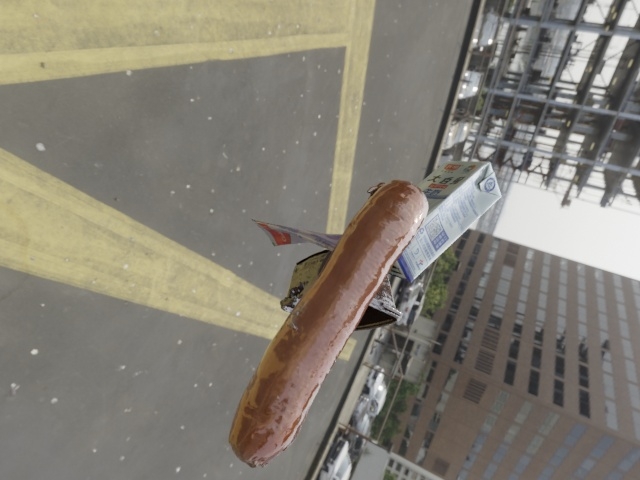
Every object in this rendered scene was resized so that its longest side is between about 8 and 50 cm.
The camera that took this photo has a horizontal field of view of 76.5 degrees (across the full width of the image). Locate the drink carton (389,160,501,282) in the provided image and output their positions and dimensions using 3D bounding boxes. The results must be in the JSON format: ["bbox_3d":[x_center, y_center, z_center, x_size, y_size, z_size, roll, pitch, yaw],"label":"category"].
[{"bbox_3d":[0.247,-0.054,0.908,0.315,0.131,0.106,-39,118,-18],"label":"drink carton"}]

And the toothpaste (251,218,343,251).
[{"bbox_3d":[0.000,0.000,0.709,0.075,0.301,0.048,18,83,-49],"label":"toothpaste"}]

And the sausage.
[{"bbox_3d":[0.014,0.094,0.543,0.418,0.094,0.094,-57,-172,-12],"label":"sausage"}]

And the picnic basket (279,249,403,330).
[{"bbox_3d":[0.056,0.133,1.046,0.297,0.223,0.129,27,53,-35],"label":"picnic basket"}]
